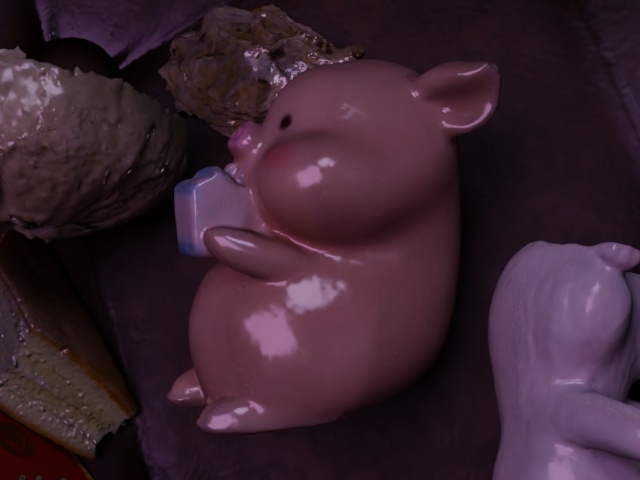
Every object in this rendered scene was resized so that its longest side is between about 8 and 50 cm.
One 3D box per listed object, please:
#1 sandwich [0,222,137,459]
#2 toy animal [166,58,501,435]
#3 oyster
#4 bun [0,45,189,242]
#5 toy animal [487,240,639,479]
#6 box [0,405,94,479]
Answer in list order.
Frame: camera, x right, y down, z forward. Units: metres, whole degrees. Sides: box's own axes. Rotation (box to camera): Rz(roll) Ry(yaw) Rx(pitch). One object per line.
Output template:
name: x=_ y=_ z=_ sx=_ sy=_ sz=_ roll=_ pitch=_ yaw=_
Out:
sandwich: x=-0.272 y=0.082 z=0.896 sx=0.094 sy=0.096 sz=0.258 roll=-49 pitch=60 yaw=17
toy animal: x=-0.001 y=-0.004 z=0.706 sx=0.195 sy=0.213 sz=0.256 roll=-158 pitch=68 yaw=-67
oyster: x=-0.068 y=-0.151 z=0.848 sx=0.209 sy=0.072 sz=0.133 roll=35 pitch=94 yaw=31
bun: x=-0.254 y=-0.079 z=0.835 sx=0.259 sy=0.259 sz=0.152 roll=17 pitch=92 yaw=29
toy animal: x=0.173 y=0.138 z=0.626 sx=0.138 sy=0.140 sz=0.282 roll=-6 pitch=73 yaw=35
box: x=-0.299 y=0.187 z=0.851 sx=0.074 sy=0.153 sz=0.240 roll=-48 pitch=62 yaw=6
